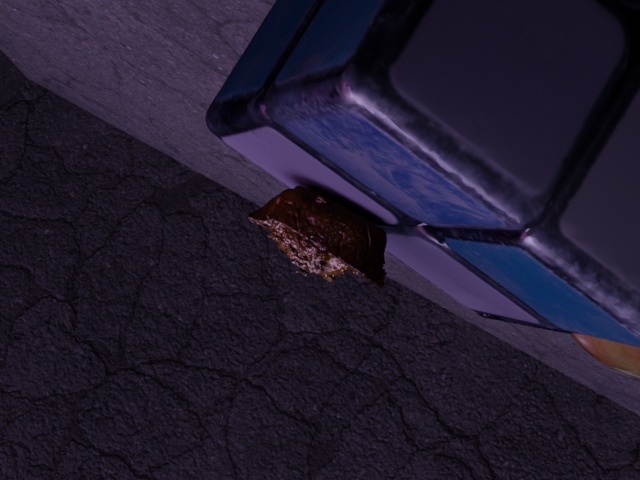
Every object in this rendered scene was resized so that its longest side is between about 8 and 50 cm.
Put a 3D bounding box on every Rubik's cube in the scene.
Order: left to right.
[{"bbox_3d":[0.150,-0.133,0.876,0.313,0.316,0.318,34,169,-19],"label":"Rubik's cube"}]

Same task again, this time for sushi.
[{"bbox_3d":[-0.001,-0.001,0.899,0.118,0.060,0.061,27,175,33],"label":"sushi"}]

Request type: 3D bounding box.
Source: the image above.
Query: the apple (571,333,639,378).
[{"bbox_3d":[0.370,0.010,1.086,0.319,0.277,0.319,23,177,1],"label":"apple"}]
